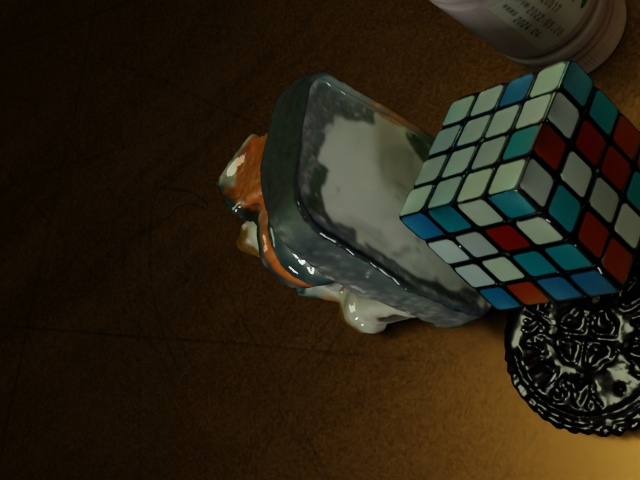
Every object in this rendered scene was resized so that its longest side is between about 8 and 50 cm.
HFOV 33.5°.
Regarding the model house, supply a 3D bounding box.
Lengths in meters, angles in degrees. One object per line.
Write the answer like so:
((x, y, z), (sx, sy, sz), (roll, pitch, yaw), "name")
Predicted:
((0.000, 0.000, 1.109), (0.301, 0.271, 0.190), (-23, 49, 48), "model house")

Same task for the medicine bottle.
((0.189, -0.248, 1.014), (0.133, 0.249, 0.133), (-11, 71, 34), "medicine bottle")

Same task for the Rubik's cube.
((0.194, -0.046, 0.972), (0.154, 0.151, 0.155), (-16, 41, 52), "Rubik's cube")

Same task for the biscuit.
((0.262, 0.088, 0.999), (0.194, 0.053, 0.195), (-9, 74, 35), "biscuit")
